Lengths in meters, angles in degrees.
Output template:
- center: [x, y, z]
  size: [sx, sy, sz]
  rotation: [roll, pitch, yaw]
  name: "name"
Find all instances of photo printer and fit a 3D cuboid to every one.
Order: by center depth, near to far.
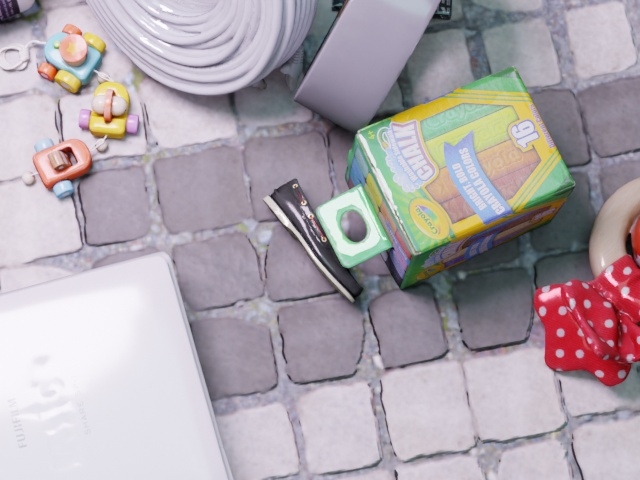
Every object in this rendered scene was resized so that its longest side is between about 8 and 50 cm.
- center: [-0.250, 0.165, 1.568]
  size: [0.308, 0.107, 0.256]
  rotation: [-14, 76, -8]
  name: "photo printer"

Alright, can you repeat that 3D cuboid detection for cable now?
- center: [-0.121, -0.257, 1.626]
  size: [0.257, 0.257, 0.089]
  rotation: [30, 47, 11]
  name: "cable"

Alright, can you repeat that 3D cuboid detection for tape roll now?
- center: [0.057, -0.208, 1.633]
  size: [0.072, 0.219, 0.219]
  rotation: [29, 74, -5]
  name: "tape roll"

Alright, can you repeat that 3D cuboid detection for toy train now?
- center: [-0.244, -0.132, 1.685]
  size: [0.125, 0.046, 0.166]
  rotation: [-20, 77, -9]
  name: "toy train"

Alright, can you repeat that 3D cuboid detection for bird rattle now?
- center: [0.327, 0.035, 1.659]
  size: [0.254, 0.143, 0.206]
  rotation: [-4, 62, 9]
  name: "bird rattle"

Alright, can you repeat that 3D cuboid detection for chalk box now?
- center: [0.104, -0.048, 1.637]
  size: [0.213, 0.132, 0.132]
  rotation: [-24, 78, -10]
  name: "chalk box"

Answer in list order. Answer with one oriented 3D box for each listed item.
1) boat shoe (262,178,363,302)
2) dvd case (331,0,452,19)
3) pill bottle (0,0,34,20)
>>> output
- center: [0.000, 0.000, 1.661]
  size: [0.042, 0.049, 0.133]
  rotation: [-36, 75, -4]
  name: "boat shoe"
- center: [0.073, -0.266, 1.759]
  size: [0.119, 0.013, 0.087]
  rotation: [4, 74, -3]
  name: "dvd case"
- center: [-0.337, -0.255, 1.682]
  size: [0.194, 0.108, 0.108]
  rotation: [-23, 77, -10]
  name: "pill bottle"
